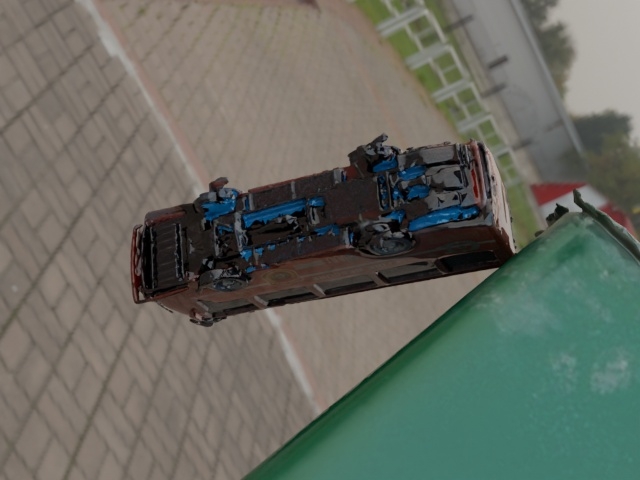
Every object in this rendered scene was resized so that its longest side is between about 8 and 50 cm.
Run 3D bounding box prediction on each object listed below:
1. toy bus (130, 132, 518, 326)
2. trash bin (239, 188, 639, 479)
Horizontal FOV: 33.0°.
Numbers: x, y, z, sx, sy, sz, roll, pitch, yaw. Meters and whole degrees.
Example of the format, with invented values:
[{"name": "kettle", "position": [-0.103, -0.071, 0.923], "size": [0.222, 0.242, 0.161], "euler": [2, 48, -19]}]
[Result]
[{"name": "toy bus", "position": [0.000, 0.000, 0.670], "size": [0.096, 0.234, 0.074], "euler": [45, 37, -55]}, {"name": "trash bin", "position": [0.064, 0.175, 0.593], "size": [0.259, 0.381, 0.295], "euler": [44, -9, 14]}]
